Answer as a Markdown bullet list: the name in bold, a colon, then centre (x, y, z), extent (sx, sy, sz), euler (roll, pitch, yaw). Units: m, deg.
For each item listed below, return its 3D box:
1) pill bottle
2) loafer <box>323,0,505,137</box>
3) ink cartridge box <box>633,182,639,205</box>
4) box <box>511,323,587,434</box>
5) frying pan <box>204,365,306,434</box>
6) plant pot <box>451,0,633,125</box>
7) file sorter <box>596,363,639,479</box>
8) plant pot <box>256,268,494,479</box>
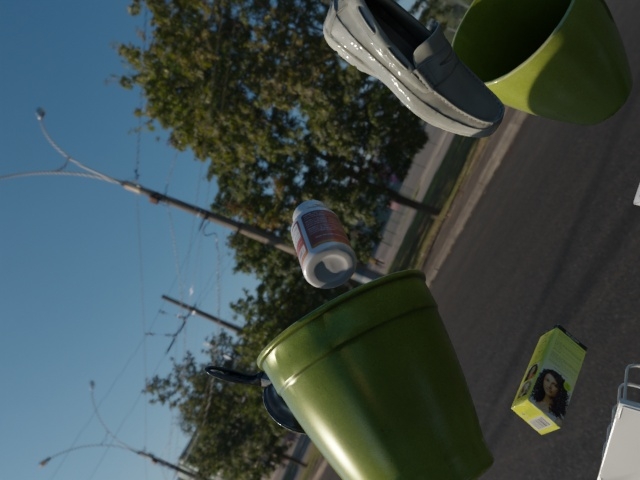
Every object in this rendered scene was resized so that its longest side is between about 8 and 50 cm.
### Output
- **pill bottle**: centre (0.000, 0.000, 1.285), extent (0.216, 0.121, 0.121), euler (-110, 35, -53)
- **loafer**: centre (0.153, -0.271, 0.853), extent (0.112, 0.319, 0.111), euler (-64, 9, -31)
- **ink cartridge box**: centre (0.891, -0.163, 1.335), extent (0.045, 0.223, 0.224), euler (-15, -59, -83)
- **box**: centre (0.483, 0.285, 1.181), extent (0.232, 0.087, 0.058), euler (-47, -4, -41)
- **frying pan**: centre (-0.080, 0.315, 1.282), extent (0.197, 0.326, 0.053), euler (-31, -39, -47)
- **plant pot**: centre (0.448, -0.344, 1.073), extent (0.275, 0.293, 0.275), euler (-38, 39, 39)
- **file sorter**: centre (0.762, 0.447, 1.284), extent (0.173, 0.192, 0.278), euler (-44, -41, -50)
- **plant pot**: centre (0.124, 0.299, 1.036), extent (0.366, 0.353, 0.366), euler (-26, -20, -10)
